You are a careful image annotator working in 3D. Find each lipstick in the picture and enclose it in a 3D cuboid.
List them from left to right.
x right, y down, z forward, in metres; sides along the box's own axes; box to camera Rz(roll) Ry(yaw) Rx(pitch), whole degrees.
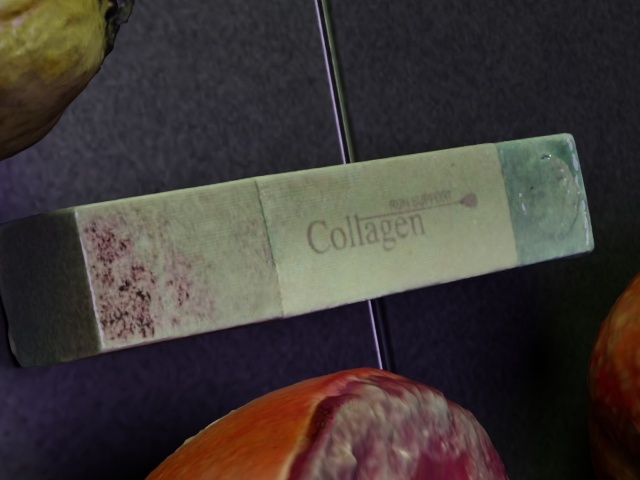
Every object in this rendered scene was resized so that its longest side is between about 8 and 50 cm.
[{"bbox_3d":[0.000,0.000,0.886,0.317,0.068,0.066,-10,90,-43],"label":"lipstick"}]

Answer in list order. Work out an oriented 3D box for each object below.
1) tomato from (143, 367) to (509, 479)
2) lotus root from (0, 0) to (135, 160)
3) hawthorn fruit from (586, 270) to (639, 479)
[{"bbox_3d":[0.002,0.228,0.782,0.334,0.176,0.289,68,27,-10],"label":"tomato"},{"bbox_3d":[-0.172,-0.080,0.698,0.214,0.138,0.138,-16,93,-32],"label":"lotus root"},{"bbox_3d":[0.291,0.082,1.014,0.300,0.254,0.254,-29,102,-34],"label":"hawthorn fruit"}]
